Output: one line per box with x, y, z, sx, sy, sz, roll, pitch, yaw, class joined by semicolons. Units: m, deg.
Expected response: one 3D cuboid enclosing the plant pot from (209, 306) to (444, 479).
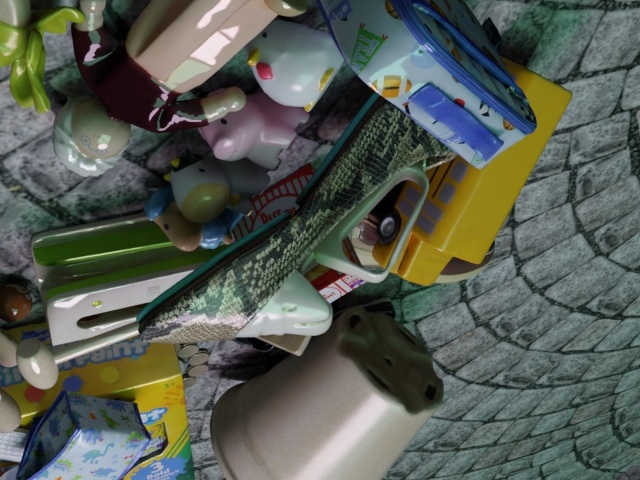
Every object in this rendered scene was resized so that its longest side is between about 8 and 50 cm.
0.034;0.289;1.726;0.334;0.333;0.305;13;129;-43;plant pot

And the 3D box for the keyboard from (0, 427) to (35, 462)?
-0.395;0.303;1.453;0.256;0.014;0.072;23;122;-42;keyboard

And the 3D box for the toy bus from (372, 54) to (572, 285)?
0.203;-0.086;1.396;0.108;0.130;0.332;18;105;-36;toy bus

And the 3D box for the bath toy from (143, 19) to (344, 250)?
-0.100;-0.132;1.237;0.129;0.151;0.348;34;130;-2;bath toy

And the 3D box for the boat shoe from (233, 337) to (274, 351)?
-0.105;0.119;1.586;0.127;0.113;0.340;-38;144;22;boat shoe

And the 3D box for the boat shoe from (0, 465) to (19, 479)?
-0.408;0.411;1.517;0.084;0.095;0.258;-33;143;9;boat shoe

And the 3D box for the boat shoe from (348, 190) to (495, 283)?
0.151;-0.024;1.542;0.342;0.123;0.123;10;136;-32;boat shoe

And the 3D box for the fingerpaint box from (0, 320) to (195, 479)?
-0.434;0.296;1.576;0.445;0.163;0.371;-13;143;-13;fingerpaint box

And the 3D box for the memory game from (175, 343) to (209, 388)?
-0.278;0.225;1.724;0.186;0.012;0.186;-16;147;-11;memory game

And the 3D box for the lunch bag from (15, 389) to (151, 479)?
-0.332;0.290;1.406;0.129;0.096;0.151;19;115;-40;lunch bag

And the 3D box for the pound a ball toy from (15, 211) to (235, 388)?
-0.253;0.085;1.358;0.319;0.208;0.135;-13;141;-17;pound a ball toy

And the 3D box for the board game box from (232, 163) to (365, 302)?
-0.035;0.009;1.401;0.147;0.193;0.045;-32;145;12;board game box

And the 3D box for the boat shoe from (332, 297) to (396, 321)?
0.072;0.139;1.790;0.125;0.038;0.046;-16;147;-11;boat shoe

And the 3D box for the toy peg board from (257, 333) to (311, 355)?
-0.044;0.080;1.467;0.161;0.161;0.079;-62;147;-14;toy peg board

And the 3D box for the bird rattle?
-0.340;-0.231;0.949;0.207;0.143;0.253;-8;144;7;bird rattle

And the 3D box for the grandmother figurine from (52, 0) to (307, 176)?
-0.181;-0.191;1.096;0.208;0.104;0.342;42;121;-13;grandmother figurine

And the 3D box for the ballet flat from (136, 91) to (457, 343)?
0.000;0.000;1.261;0.483;0.182;0.164;-44;179;-18;ballet flat

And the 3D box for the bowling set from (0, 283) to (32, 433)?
-0.487;0.111;1.335;0.287;0.199;0.154;13;149;23;bowling set

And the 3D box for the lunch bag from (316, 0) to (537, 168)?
0.124;-0.214;1.138;0.115;0.243;0.303;-38;143;22;lunch bag
